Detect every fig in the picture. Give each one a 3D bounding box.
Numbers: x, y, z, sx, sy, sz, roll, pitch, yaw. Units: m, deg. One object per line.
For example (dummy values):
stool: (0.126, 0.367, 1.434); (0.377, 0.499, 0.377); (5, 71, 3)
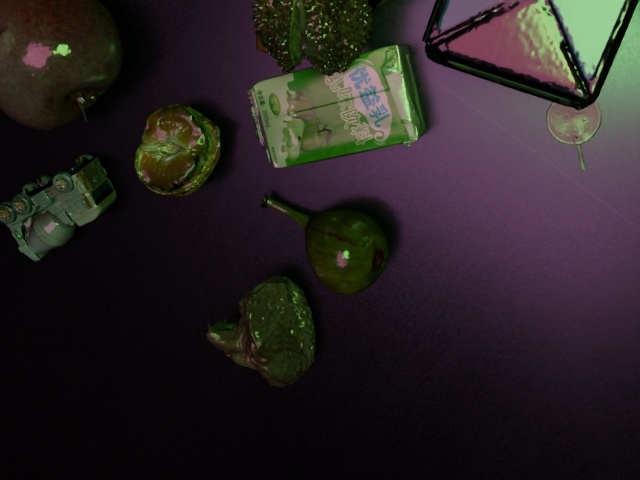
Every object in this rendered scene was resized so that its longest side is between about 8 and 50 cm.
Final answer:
fig: (0.000, 0.000, 1.328); (0.259, 0.151, 0.151); (24, 113, 36)

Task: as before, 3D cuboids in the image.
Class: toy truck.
toy truck: (-0.522, -0.059, 1.480); (0.256, 0.108, 0.140); (-22, 111, 24)

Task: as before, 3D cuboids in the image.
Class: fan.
fan: (0.413, -0.173, 1.201); (0.085, 0.005, 0.133); (-11, 101, 19)

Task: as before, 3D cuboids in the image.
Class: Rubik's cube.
Rubik's cube: (0.309, -0.347, 1.054); (0.246, 0.250, 0.248); (22, 113, 10)

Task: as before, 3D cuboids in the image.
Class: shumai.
shumai: (-0.114, 0.169, 1.402); (0.175, 0.166, 0.206); (-1, 105, 41)

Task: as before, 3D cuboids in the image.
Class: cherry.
cherry: (-0.488, -0.342, 1.328); (0.261, 0.221, 0.307); (-38, 74, 21)

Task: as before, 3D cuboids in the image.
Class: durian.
durian: (-0.014, -0.347, 1.122); (0.196, 0.167, 0.196); (5, 122, 7)

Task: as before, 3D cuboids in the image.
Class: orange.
orange: (-0.257, -0.162, 1.360); (0.170, 0.112, 0.160); (-26, 85, -1)

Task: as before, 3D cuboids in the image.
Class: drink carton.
drink carton: (0.030, -0.219, 1.253); (0.271, 0.108, 0.161); (-10, 102, 20)

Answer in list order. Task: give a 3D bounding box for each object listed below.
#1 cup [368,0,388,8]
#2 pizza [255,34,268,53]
cup: (0.104, -0.475, 1.104); (0.177, 0.166, 0.239); (55, 153, -7)
pizza: (-0.008, -0.369, 1.246); (0.194, 0.069, 0.154); (20, 110, 4)
